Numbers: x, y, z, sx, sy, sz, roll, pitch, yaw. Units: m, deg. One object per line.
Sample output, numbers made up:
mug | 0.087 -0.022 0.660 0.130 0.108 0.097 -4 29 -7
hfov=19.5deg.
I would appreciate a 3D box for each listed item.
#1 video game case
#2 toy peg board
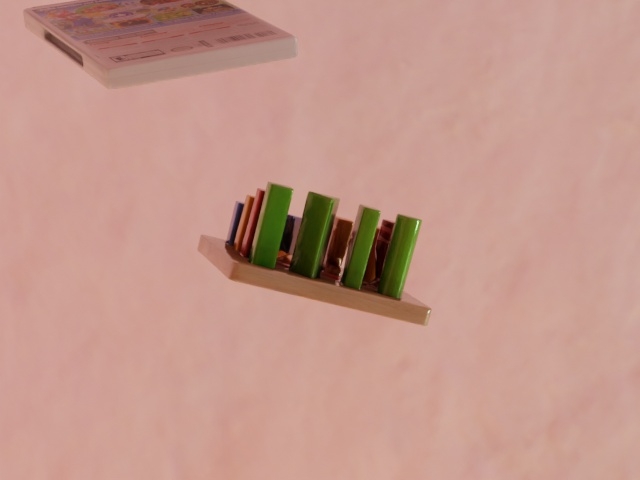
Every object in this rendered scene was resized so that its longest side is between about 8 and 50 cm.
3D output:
video game case | -0.074 -0.093 0.833 0.087 0.122 0.011 -12 113 -22
toy peg board | 0.000 0.000 1.478 0.161 0.160 0.079 14 95 -14
